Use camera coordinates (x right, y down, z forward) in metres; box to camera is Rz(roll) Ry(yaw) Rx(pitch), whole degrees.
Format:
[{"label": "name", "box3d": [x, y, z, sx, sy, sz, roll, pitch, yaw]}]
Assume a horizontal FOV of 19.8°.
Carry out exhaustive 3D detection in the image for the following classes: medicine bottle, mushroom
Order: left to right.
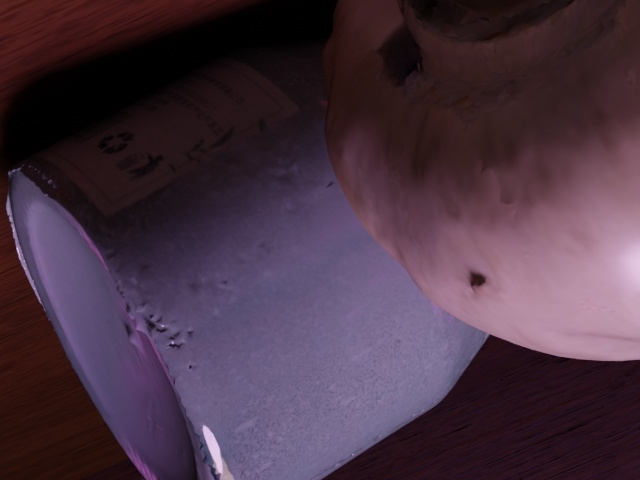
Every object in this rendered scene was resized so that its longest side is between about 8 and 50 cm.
[{"label": "medicine bottle", "box3d": [0.000, 0.000, 1.060, 0.290, 0.245, 0.245, -29, 172, -18]}, {"label": "mushroom", "box3d": [0.114, -0.086, 0.729, 0.356, 0.315, 0.315, -28, 174, -31]}]
